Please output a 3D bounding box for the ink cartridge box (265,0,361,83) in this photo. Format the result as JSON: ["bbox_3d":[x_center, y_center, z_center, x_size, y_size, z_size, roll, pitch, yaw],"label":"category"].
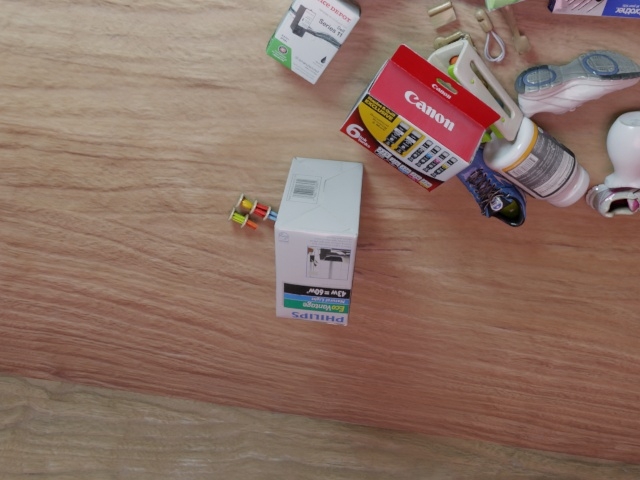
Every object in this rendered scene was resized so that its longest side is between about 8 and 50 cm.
[{"bbox_3d":[-0.018,-0.522,1.265,0.153,0.087,0.208,28,127,-18],"label":"ink cartridge box"}]

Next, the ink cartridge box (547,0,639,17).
[{"bbox_3d":[0.647,-0.574,1.177,0.207,0.046,0.097,5,132,2],"label":"ink cartridge box"}]

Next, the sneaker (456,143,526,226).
[{"bbox_3d":[0.499,-0.158,1.492,0.330,0.147,0.130,35,125,-20],"label":"sneaker"}]

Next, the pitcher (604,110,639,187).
[{"bbox_3d":[0.871,-0.235,1.380,0.177,0.125,0.207,14,138,36],"label":"pitcher"}]

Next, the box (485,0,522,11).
[{"bbox_3d":[0.444,-0.681,1.068,0.232,0.058,0.322,-10,120,16],"label":"box"}]

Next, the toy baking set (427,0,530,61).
[{"bbox_3d":[0.391,-0.531,1.255,0.256,0.030,0.197,4,139,11],"label":"toy baking set"}]

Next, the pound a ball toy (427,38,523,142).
[{"bbox_3d":[0.355,-0.390,1.334,0.319,0.136,0.208,37,159,-29],"label":"pound a ball toy"}]

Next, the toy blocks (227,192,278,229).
[{"bbox_3d":[-0.219,-0.078,1.698,0.148,0.054,0.123,26,128,-16],"label":"toy blocks"}]

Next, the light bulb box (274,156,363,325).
[{"bbox_3d":[0.000,0.000,1.542,0.225,0.358,0.361,6,130,3],"label":"light bulb box"}]

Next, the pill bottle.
[{"bbox_3d":[0.603,-0.211,1.422,0.278,0.162,0.162,27,129,-23],"label":"pill bottle"}]

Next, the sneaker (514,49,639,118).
[{"bbox_3d":[0.655,-0.396,1.314,0.297,0.111,0.129,-5,146,16],"label":"sneaker"}]

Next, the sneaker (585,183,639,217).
[{"bbox_3d":[0.922,-0.135,1.491,0.252,0.111,0.103,-29,123,27],"label":"sneaker"}]

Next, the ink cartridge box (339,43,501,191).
[{"bbox_3d":[0.243,-0.297,1.296,0.309,0.130,0.272,33,158,-6],"label":"ink cartridge box"}]
